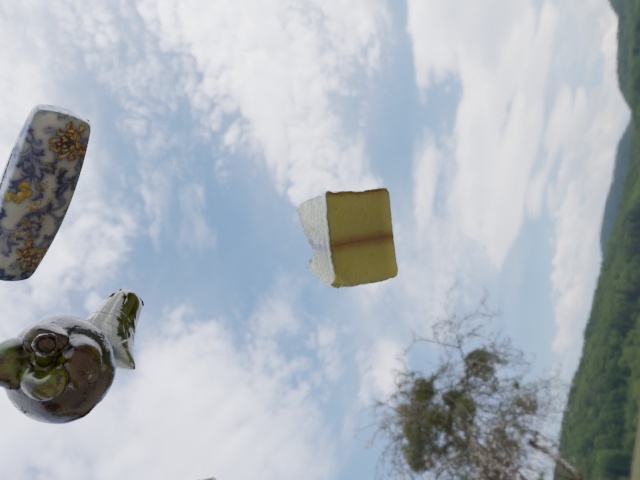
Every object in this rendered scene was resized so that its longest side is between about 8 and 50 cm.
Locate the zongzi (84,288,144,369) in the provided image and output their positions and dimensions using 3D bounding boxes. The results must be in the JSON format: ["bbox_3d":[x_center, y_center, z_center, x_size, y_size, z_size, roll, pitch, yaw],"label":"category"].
[{"bbox_3d":[-0.385,0.173,1.286,0.205,0.204,0.094,-53,-49,-43],"label":"zongzi"}]

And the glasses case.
[{"bbox_3d":[-0.373,-0.057,0.834,0.087,0.065,0.248,11,-68,-44],"label":"glasses case"}]

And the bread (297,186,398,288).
[{"bbox_3d":[0.000,0.000,1.661,0.244,0.361,0.233,-8,-88,-41],"label":"bread"}]

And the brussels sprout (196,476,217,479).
[{"bbox_3d":[-0.338,0.814,1.504,0.361,0.425,0.342,56,175,-1],"label":"brussels sprout"}]

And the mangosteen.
[{"bbox_3d":[-0.399,0.184,0.954,0.184,0.172,0.172,41,-118,-50],"label":"mangosteen"}]
